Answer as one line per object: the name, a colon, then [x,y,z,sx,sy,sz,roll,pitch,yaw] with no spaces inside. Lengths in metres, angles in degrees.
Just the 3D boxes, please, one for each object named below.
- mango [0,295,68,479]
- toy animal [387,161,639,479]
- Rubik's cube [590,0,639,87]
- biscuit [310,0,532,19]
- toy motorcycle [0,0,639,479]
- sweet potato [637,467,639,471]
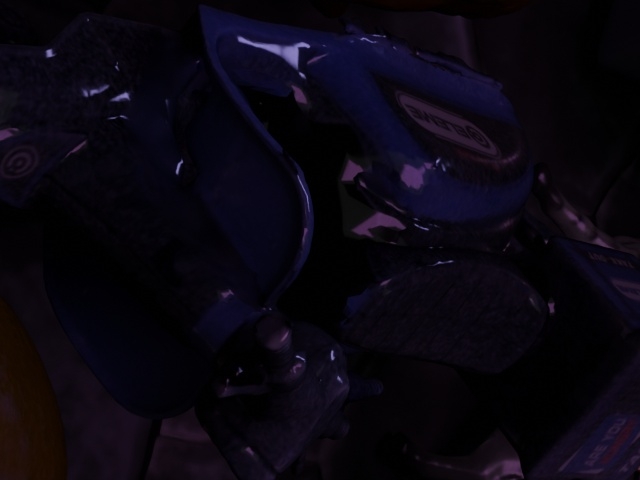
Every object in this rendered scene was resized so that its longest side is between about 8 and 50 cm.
mango: [-0.227,0.048,0.443,0.384,0.221,0.199,5,105,-45]
toy animal: [0.148,0.053,0.843,0.176,0.073,0.217,31,70,-15]
Rubik's cube: [0.369,-0.158,0.890,0.387,0.368,0.358,13,66,-41]
biscuit: [0.004,-0.276,0.627,0.342,0.166,0.395,-2,108,-42]
toy motorcycle: [0.000,0.000,0.626,0.358,0.212,0.125,9,125,-49]
sweet potato: [0.242,0.040,0.951,0.243,0.077,0.077,-39,114,-33]
